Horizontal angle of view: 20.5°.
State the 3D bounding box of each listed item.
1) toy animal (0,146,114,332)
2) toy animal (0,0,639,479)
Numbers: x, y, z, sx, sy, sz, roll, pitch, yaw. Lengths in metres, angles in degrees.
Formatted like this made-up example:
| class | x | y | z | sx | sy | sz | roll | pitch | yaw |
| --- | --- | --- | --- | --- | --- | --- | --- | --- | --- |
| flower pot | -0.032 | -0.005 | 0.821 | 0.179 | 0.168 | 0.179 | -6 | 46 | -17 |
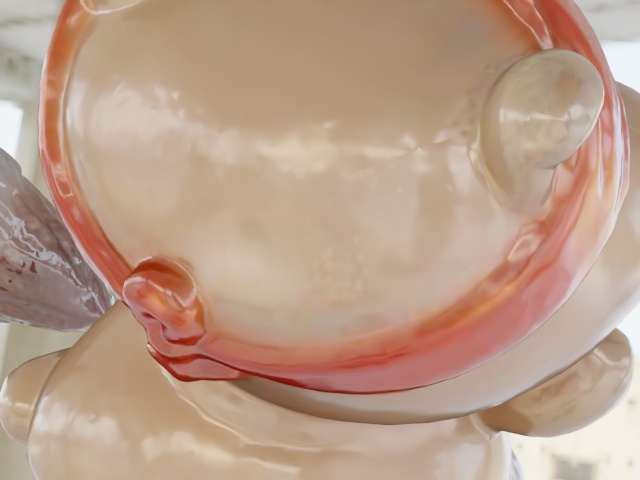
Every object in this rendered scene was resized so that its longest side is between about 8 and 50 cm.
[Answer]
| class | x | y | z | sx | sy | sz | roll | pitch | yaw |
| --- | --- | --- | --- | --- | --- | --- | --- | --- | --- |
| toy animal | -0.202 | -0.038 | 0.697 | 0.195 | 0.090 | 0.324 | 12 | -25 | 39 |
| toy animal | 0.000 | 0.000 | 0.465 | 0.171 | 0.171 | 0.198 | 9 | -52 | -7 |
